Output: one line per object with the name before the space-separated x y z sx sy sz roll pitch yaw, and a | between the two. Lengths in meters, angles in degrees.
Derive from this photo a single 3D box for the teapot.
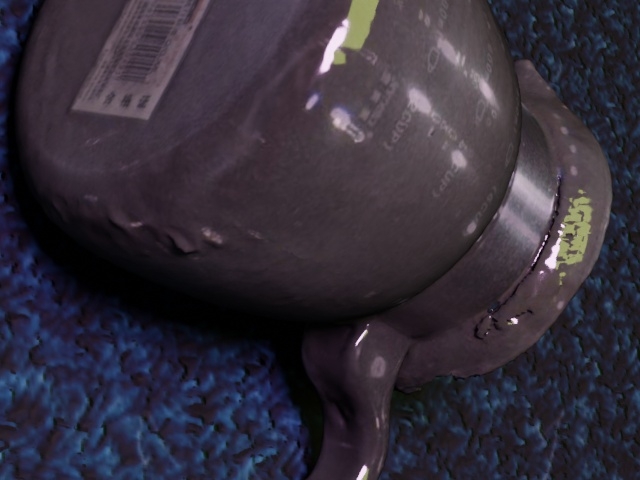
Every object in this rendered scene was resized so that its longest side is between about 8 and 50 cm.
teapot | 0.018 -0.012 0.934 0.285 0.223 0.305 34 44 -42
